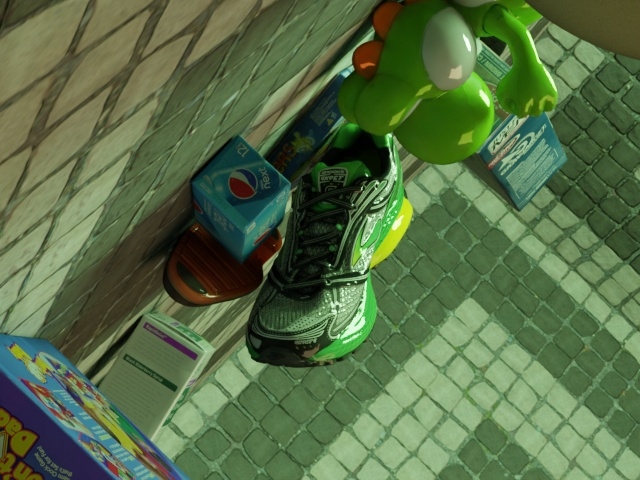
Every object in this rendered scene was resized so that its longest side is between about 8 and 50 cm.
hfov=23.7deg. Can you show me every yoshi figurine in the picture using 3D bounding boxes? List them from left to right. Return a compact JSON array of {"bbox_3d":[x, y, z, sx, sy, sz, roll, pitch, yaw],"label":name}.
[{"bbox_3d":[0.179,-0.219,1.608,0.362,0.203,0.203,-43,-178,-6],"label":"yoshi figurine"}]

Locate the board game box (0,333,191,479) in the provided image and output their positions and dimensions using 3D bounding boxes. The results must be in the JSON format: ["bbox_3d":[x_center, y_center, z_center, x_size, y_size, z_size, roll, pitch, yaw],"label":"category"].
[{"bbox_3d":[-0.204,0.183,1.265,0.078,0.233,0.347,-46,176,-4],"label":"board game box"}]

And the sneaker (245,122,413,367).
[{"bbox_3d":[0.000,0.000,1.632,0.343,0.134,0.146,-68,155,-44],"label":"sneaker"}]

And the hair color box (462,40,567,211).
[{"bbox_3d":[0.200,-0.160,1.921,0.105,0.174,0.347,-47,162,3],"label":"hair color box"}]

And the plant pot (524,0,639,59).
[{"bbox_3d":[0.228,-0.282,1.216,0.191,0.284,0.284,-3,152,-29],"label":"plant pot"}]

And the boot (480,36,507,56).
[{"bbox_3d":[0.232,-0.303,2.243,0.137,0.077,0.198,-49,-169,-33],"label":"boot"}]

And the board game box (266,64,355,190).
[{"bbox_3d":[0.002,-0.127,1.750,0.201,0.035,0.136,-49,175,30],"label":"board game box"}]

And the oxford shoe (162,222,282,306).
[{"bbox_3d":[-0.121,0.036,1.689,0.098,0.097,0.271,-41,178,19],"label":"oxford shoe"}]

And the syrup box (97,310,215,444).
[{"bbox_3d":[-0.235,0.210,1.915,0.237,0.096,0.093,-57,178,1],"label":"syrup box"}]

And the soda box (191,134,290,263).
[{"bbox_3d":[-0.080,-0.037,1.520,0.067,0.071,0.210,-46,176,-10],"label":"soda box"}]
